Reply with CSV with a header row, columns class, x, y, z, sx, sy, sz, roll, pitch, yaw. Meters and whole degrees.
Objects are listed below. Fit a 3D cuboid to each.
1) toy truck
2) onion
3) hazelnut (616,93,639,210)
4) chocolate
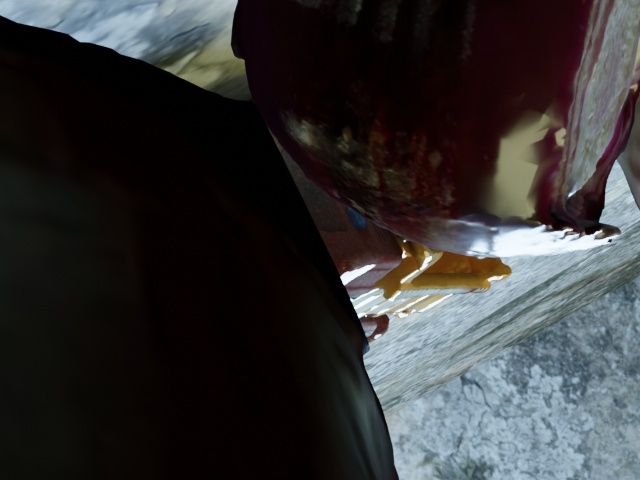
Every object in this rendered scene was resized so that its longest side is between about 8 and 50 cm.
class,x,y,z,sx,sy,sz,roll,pitch,yaw
toy truck,0.000,0.000,0.884,0.135,0.114,0.270,-31,170,17
onion,0.041,-0.098,0.579,0.135,0.198,0.173,6,-163,14
hazelnut,0.370,-0.074,1.124,0.372,0.315,0.372,1,159,0
chocolate,-0.106,0.166,0.460,0.383,0.331,0.383,-17,138,-16
